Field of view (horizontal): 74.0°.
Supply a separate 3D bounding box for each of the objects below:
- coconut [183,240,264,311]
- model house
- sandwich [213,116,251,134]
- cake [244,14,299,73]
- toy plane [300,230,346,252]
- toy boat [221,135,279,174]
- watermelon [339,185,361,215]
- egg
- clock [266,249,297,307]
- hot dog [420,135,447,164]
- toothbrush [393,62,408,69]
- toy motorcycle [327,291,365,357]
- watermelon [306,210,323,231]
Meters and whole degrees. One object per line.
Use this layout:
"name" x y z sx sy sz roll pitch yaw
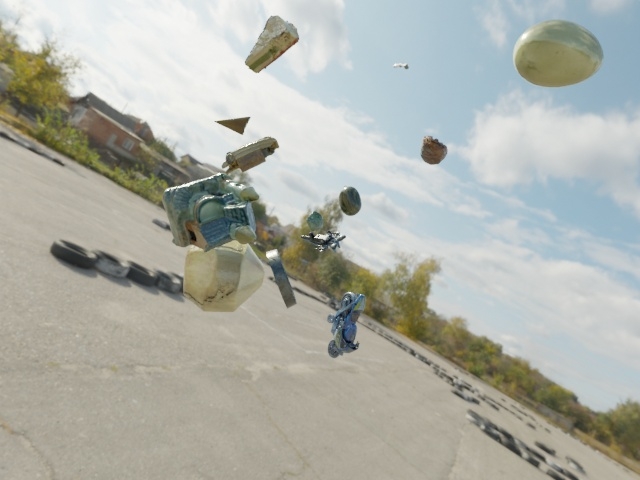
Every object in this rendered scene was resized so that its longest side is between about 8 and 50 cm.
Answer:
"coconut" -0.411 0.147 1.822 0.352 0.353 0.352 29 -5 3
"model house" -0.313 -0.082 1.382 0.324 0.267 0.194 21 -53 43
"sandwich" -0.327 -0.452 1.583 0.116 0.074 0.074 23 11 -14
"cake" -0.192 -0.741 1.583 0.220 0.117 0.086 -26 -22 29
"toy plane" -0.002 -0.006 2.096 0.246 0.169 0.078 17 -46 30
"toy boat" -0.350 -0.421 2.140 0.089 0.310 0.115 79 -13 -65
"watermelon" 0.103 -0.139 1.481 0.078 0.111 0.078 -8 -14 -2
"egg" 0.715 -0.561 1.285 0.253 0.189 0.188 27 -5 29
"clock" -0.137 0.134 1.507 0.215 0.041 0.215 160 -90 -85
"hot dog" 0.635 -0.513 2.404 0.160 0.099 0.227 34 -3 11
"toothbrush" 0.268 -0.586 1.424 0.017 0.014 0.194 54 11 -21
"toy motorcycle" 0.095 0.307 1.506 0.092 0.255 0.135 15 1 -36
"watermelon" -0.035 -0.080 1.879 0.092 0.085 0.072 1 -19 -43
